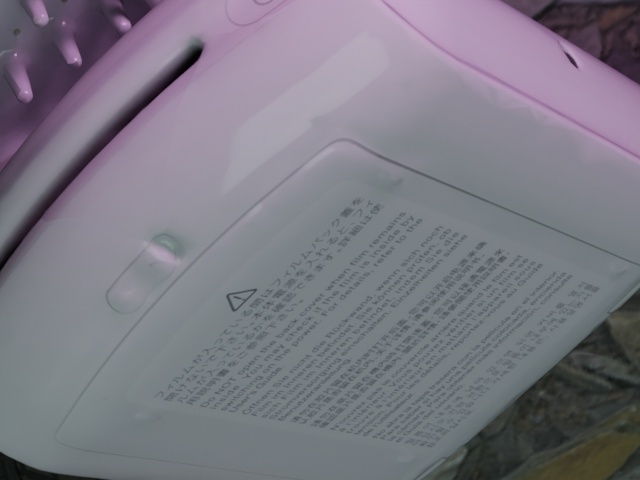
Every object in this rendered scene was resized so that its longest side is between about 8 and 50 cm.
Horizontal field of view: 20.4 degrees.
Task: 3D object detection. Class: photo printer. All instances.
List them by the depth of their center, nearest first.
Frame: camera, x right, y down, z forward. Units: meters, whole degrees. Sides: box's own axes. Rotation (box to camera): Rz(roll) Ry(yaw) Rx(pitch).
[{"bbox_3d":[0.000,0.000,0.746,0.256,0.107,0.307,-45,148,19],"label":"photo printer"}]

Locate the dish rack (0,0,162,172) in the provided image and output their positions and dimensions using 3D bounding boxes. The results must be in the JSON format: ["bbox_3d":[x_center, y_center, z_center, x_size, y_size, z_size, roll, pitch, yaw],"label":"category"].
[{"bbox_3d":[-0.177,-0.118,0.683,0.333,0.072,0.285,-34,129,2],"label":"dish rack"}]

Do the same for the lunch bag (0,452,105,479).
[{"bbox_3d":[-0.083,0.221,0.800,0.256,0.305,0.212,24,111,-32],"label":"lunch bag"}]
